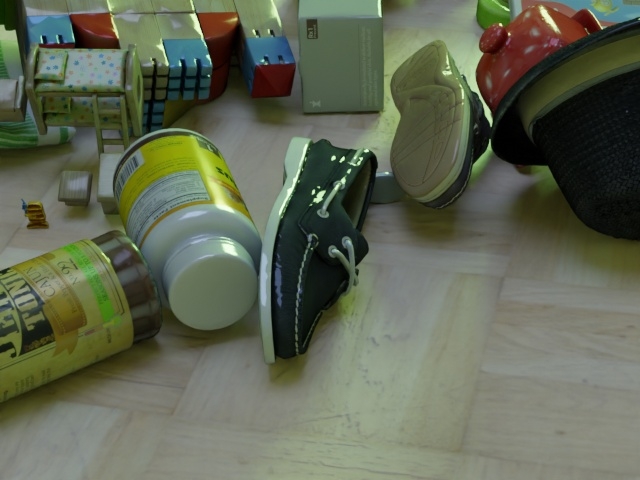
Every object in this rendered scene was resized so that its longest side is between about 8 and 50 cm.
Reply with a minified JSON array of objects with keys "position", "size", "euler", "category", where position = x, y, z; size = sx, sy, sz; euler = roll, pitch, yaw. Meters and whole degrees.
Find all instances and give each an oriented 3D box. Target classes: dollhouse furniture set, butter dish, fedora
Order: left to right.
[{"position":[-0.280,-0.115,1.545],"size":[0.182,0.101,0.161],"euler":[0,62,0],"category":"dollhouse furniture set"},{"position":[0.218,-0.187,1.596],"size":[0.118,0.160,0.160],"euler":[34,23,-25],"category":"butter dish"},{"position":[0.337,-0.094,1.439],"size":[0.334,0.334,0.152],"euler":[-10,68,-9],"category":"fedora"}]

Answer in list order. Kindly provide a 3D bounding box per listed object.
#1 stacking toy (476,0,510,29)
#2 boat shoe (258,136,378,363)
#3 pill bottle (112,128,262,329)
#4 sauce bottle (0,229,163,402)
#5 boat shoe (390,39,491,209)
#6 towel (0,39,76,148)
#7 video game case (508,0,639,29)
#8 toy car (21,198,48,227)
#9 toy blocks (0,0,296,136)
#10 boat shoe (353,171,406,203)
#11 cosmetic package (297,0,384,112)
[{"position":[0.295,-0.383,1.916],"size":[0.309,0.130,0.279],"euler":[-12,35,-11],"category":"stacking toy"},{"position":[0.000,0.000,1.400],"size":[0.091,0.114,0.302],"euler":[4,42,5],"category":"boat shoe"},{"position":[-0.124,-0.010,1.422],"size":[0.117,0.117,0.215],"euler":[-12,36,-12],"category":"pill bottle"},{"position":[-0.306,0.097,1.293],"size":[0.344,0.111,0.111],"euler":[-24,40,-26],"category":"sauce bottle"},{"position":[0.133,-0.114,1.568],"size":[0.103,0.092,0.285],"euler":[-40,24,20],"category":"boat shoe"},{"position":[-0.456,-0.172,1.675],"size":[0.325,0.038,0.248],"euler":[1,31,-28],"category":"towel"},{"position":[0.327,-0.362,1.857],"size":[0.204,0.025,0.285],"euler":[3,57,-6],"category":"video game case"},{"position":[-0.332,-0.050,1.567],"size":[0.122,0.040,0.060],"euler":[7,36,16],"category":"toy car"},{"position":[-0.197,-0.232,1.725],"size":[0.381,0.190,0.261],"euler":[-3,46,-16],"category":"toy blocks"},{"position":[0.042,-0.059,1.553],"size":[0.100,0.035,0.035],"euler":[-8,37,4],"category":"boat shoe"},{"position":[0.026,-0.259,1.764],"size":[0.107,0.127,0.238],"euler":[-3,36,0],"category":"cosmetic package"}]
